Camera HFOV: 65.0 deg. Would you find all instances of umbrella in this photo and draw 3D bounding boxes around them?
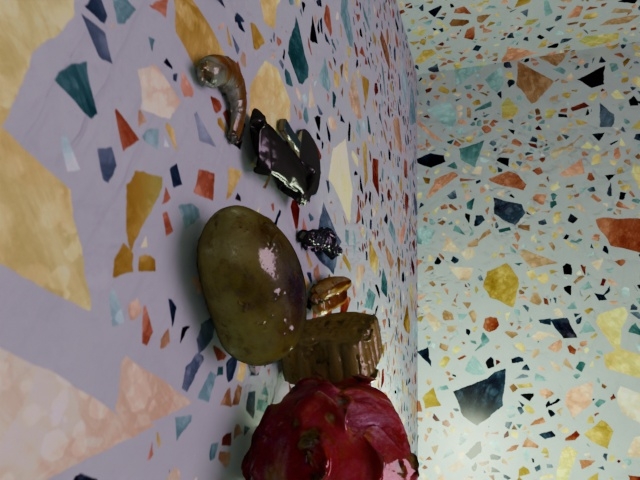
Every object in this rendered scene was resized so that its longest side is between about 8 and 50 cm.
[{"bbox_3d":[0.001,-0.003,1.413,0.080,0.071,0.224,64,18,19],"label":"umbrella"}]

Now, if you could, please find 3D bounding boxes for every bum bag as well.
[{"bbox_3d":[-0.090,-0.172,1.166,0.326,0.080,0.142,41,42,-60],"label":"bum bag"}]

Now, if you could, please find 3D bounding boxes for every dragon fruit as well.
[{"bbox_3d":[-0.013,0.436,0.970,0.249,0.371,0.386,24,66,-31],"label":"dragon fruit"}]

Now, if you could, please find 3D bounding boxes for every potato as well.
[{"bbox_3d":[-0.118,0.078,0.903,0.210,0.173,0.307,-63,148,-49],"label":"potato"}]

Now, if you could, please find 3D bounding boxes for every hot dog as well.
[{"bbox_3d":[0.023,0.151,1.452,0.250,0.076,0.104,-10,117,-67],"label":"hot dog"}]

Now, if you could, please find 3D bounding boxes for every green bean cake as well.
[{"bbox_3d":[0.034,0.261,1.237,0.230,0.224,0.131,-33,115,-70],"label":"green bean cake"}]

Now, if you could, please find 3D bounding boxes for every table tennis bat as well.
[{"bbox_3d":[-0.049,-0.232,1.361,0.301,0.022,0.173,46,45,-63],"label":"table tennis bat"}]

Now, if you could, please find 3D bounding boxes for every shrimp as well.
[{"bbox_3d":[-0.186,-0.265,0.958,0.161,0.049,0.166,-37,130,-69],"label":"shrimp"}]

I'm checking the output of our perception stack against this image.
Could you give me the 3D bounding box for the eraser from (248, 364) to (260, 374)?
[{"bbox_3d":[-0.141,0.230,1.044,0.027,0.019,0.099,-39,125,-67],"label":"eraser"}]
